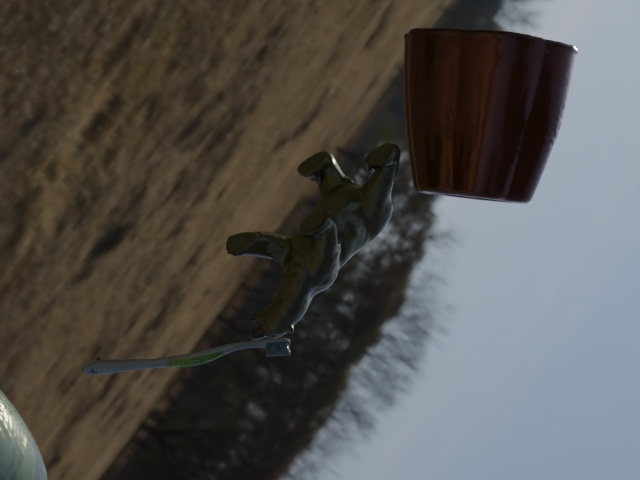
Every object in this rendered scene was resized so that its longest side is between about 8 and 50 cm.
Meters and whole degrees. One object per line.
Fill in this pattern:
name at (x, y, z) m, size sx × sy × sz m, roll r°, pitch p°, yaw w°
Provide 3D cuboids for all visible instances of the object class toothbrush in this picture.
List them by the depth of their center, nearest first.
toothbrush at (-0.167, 0.145, 1.620) m, size 0.022 × 0.263 × 0.026 m, roll 96°, pitch -14°, yaw -49°

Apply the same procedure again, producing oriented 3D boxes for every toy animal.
toy animal at (0.000, 0.000, 1.285) m, size 0.103 × 0.101 × 0.219 m, roll 13°, pitch -129°, yaw 43°

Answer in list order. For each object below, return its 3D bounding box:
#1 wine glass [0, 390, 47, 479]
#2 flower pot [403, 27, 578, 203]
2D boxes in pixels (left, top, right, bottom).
wine glass at (-0.148, 0.046, 0.559) m, size 0.309 × 0.264 × 0.096 m, roll 67°, pitch 32°, yaw -45°
flower pot at (0.169, -0.130, 1.382) m, size 0.190 × 0.190 × 0.173 m, roll -59°, pitch 158°, yaw -87°
